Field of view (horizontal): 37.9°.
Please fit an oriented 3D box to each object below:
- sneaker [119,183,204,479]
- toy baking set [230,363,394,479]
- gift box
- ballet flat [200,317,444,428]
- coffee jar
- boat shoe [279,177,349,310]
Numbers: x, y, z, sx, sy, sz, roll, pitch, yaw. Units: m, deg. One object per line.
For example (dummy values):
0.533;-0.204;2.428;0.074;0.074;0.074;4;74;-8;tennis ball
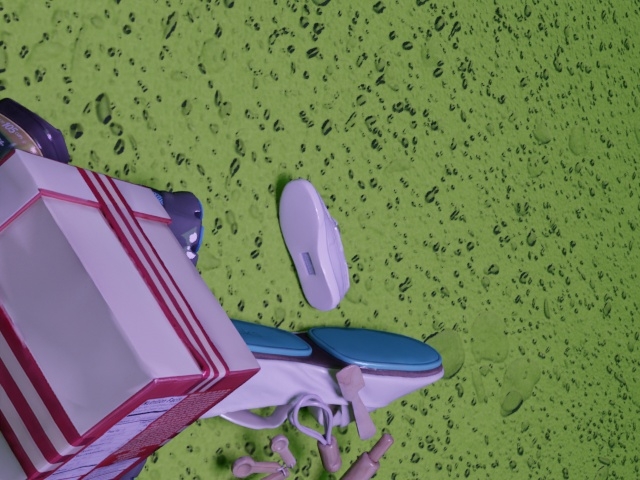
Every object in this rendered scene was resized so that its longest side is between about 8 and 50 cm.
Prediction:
-0.226;0.105;1.019;0.139;0.125;0.341;10;87;-16;sneaker
0.000;0.273;1.172;0.256;0.030;0.197;-48;131;11;toy baking set
-0.256;0.086;0.819;0.276;0.258;0.255;-36;165;7;gift box
-0.019;0.177;1.189;0.400;0.139;0.139;9;87;-37;ballet flat
-0.338;-0.060;0.899;0.184;0.096;0.079;-44;150;-31;coffee jar
0.000;0.000;1.221;0.063;0.066;0.184;-38;115;-48;boat shoe
